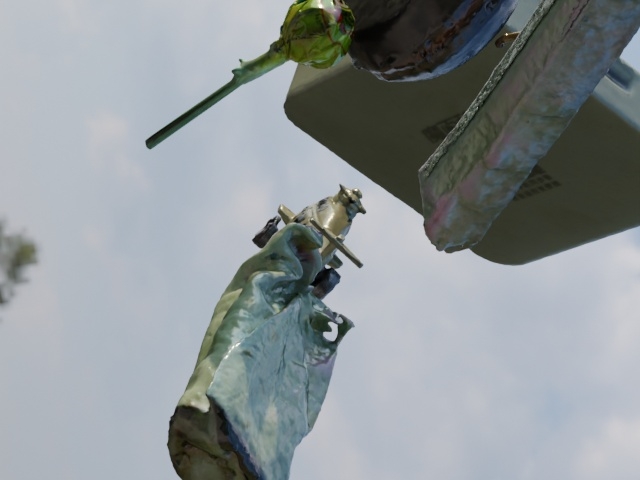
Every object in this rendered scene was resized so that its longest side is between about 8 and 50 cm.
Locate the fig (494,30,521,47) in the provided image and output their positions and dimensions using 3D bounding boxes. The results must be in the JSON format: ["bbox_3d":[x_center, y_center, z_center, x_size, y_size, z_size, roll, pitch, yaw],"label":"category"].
[{"bbox_3d":[0.162,-0.147,1.282,0.050,0.083,0.050,45,-37,50],"label":"fig"}]

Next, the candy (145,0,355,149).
[{"bbox_3d":[-0.057,-0.125,1.418,0.058,0.194,0.062,60,11,18],"label":"candy"}]

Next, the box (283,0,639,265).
[{"bbox_3d":[0.191,-0.126,1.976,0.367,0.373,0.090,-22,-140,51],"label":"box"}]

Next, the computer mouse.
[{"bbox_3d":[0.089,-0.250,1.506,0.183,0.116,0.323,-33,-140,28],"label":"computer mouse"}]

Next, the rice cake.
[{"bbox_3d":[0.095,-0.074,0.774,0.043,0.034,0.211,-94,-152,-46],"label":"rice cake"}]

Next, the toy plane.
[{"bbox_3d":[0.000,0.000,1.738,0.092,0.108,0.286,46,8,-5],"label":"toy plane"}]

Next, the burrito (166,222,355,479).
[{"bbox_3d":[-0.046,0.097,1.399,0.229,0.089,0.144,-66,148,-44],"label":"burrito"}]
